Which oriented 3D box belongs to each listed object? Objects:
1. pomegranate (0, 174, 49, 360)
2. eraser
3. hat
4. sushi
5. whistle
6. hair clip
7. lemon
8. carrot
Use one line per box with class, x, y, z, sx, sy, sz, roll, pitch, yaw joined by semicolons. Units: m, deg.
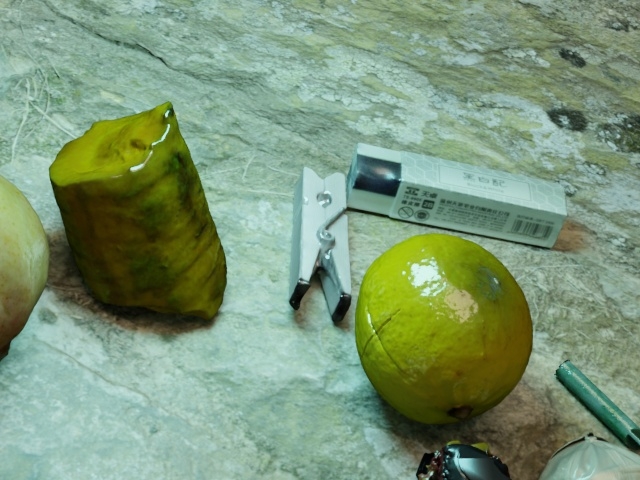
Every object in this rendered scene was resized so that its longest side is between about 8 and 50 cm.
pomegranate;-0.544;0.054;1.768;0.338;0.338;0.338;9;44;-8
eraser;0.252;-0.083;2.279;0.403;0.098;0.096;12;43;-6
hat;0.449;0.401;1.809;0.219;0.164;0.226;-4;14;-20
sushi;0.213;0.372;1.770;0.153;0.150;0.172;23;44;6
whistle;0.468;0.274;2.028;0.039;0.039;0.186;-24;56;-34
hair clip;0.001;-0.004;2.132;0.101;0.085;0.331;11;42;-9
lemon;0.191;0.137;1.911;0.297;0.297;0.297;9;44;-8
carrot;-0.297;-0.040;1.986;0.241;0.341;0.241;-11;26;6
